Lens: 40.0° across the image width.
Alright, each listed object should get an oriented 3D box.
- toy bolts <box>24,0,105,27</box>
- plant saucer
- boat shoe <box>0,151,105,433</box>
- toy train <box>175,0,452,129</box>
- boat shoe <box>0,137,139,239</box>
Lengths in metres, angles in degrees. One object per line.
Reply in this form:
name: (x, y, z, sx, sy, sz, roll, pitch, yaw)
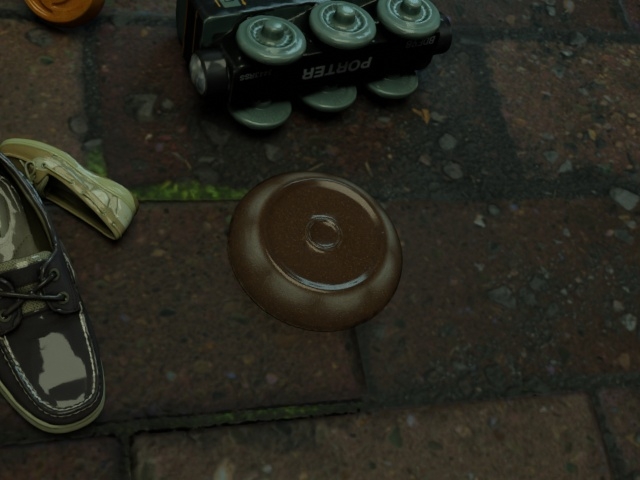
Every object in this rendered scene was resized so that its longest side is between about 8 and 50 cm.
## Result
toy bolts: (-0.297, -0.382, 1.035, 0.229, 0.218, 0.158, 32, 16, -5)
plant saucer: (0.000, 0.000, 0.954, 0.199, 0.036, 0.198, 7, 60, -12)
boat shoe: (-0.279, 0.040, 0.817, 0.103, 0.092, 0.285, -17, 68, -23)
toy train: (-0.011, -0.251, 1.035, 0.334, 0.142, 0.190, -16, 58, -23)
boat shoe: (-0.263, -0.053, 0.896, 0.153, 0.056, 0.048, 29, 54, -8)
